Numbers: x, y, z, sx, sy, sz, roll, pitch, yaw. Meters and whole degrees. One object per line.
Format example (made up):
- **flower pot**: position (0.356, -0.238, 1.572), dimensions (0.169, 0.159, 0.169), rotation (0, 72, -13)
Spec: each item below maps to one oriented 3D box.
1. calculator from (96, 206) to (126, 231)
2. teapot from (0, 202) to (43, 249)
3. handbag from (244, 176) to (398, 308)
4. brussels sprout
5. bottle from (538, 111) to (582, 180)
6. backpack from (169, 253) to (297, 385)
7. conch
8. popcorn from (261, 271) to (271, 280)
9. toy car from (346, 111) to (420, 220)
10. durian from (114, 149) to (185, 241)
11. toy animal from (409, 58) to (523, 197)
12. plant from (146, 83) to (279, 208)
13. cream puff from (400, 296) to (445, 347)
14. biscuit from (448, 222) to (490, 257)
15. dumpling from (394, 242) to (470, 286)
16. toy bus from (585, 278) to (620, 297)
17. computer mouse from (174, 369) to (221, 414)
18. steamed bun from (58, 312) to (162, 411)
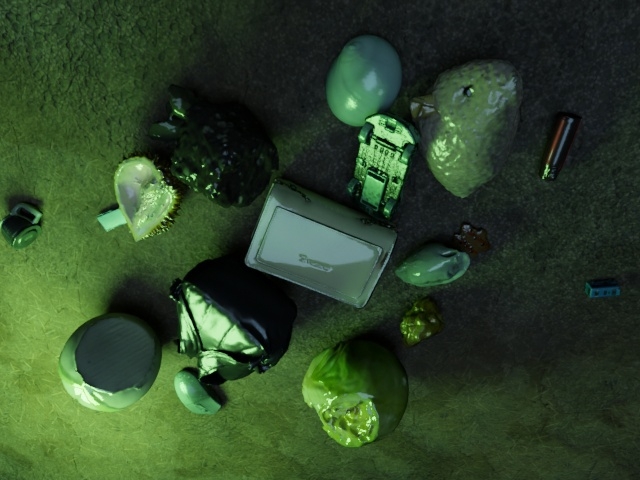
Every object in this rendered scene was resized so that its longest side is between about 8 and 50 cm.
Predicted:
- **calculator**: position (-0.564, -0.077, 1.382), dimensions (0.171, 0.018, 0.057), rotation (-21, 114, 15)
- **teapot**: position (-0.875, -0.045, 1.401), dimensions (0.090, 0.124, 0.092), rotation (39, 157, 1)
- **handbag**: position (0.000, 0.000, 1.303), dimensions (0.358, 0.160, 0.237), rotation (22, 112, -8)
- **brussels sprout**: position (0.103, 0.449, 1.458), dimensions (0.343, 0.344, 0.268), rotation (-18, 129, 14)
- **bottle**: position (0.588, -0.228, 1.184), dimensions (0.060, 0.060, 0.164), rotation (8, 119, 0)
- **backpack**: position (-0.279, 0.262, 1.394), dimensions (0.363, 0.255, 0.446), rotation (37, 140, 6)
- **conch**: position (0.093, -0.368, 1.130), dimensions (0.184, 0.121, 0.221), rotation (29, 126, 22)
- **popcorn**: position (-0.188, 0.123, 1.440), dimensions (0.083, 0.057, 0.082), rotation (-19, 114, 17)
- **toy car**: position (0.163, -0.188, 1.180), dimensions (0.136, 0.125, 0.306), rotation (30, 141, 18)
- **durian**: position (-0.442, -0.134, 1.274), dimensions (0.183, 0.138, 0.250), rotation (44, 130, 17)
- **toy animal**: position (0.333, -0.257, 1.117), dimensions (0.226, 0.188, 0.359), rotation (24, 136, 25)
- **plant**: position (-0.268, -0.240, 1.173), dimensions (0.312, 0.213, 0.215), rotation (41, 118, 25)
- **cream puff**: position (0.295, 0.246, 1.440), dimensions (0.146, 0.146, 0.116), rotation (-31, 73, 19)
- **biscuit**: position (0.413, 0.013, 1.353), dimensions (0.119, 0.019, 0.130), rotation (39, 115, -16)
- **dumpling**: position (0.317, 0.066, 1.353), dimensions (0.219, 0.152, 0.108), rotation (-14, 74, 32)
- **toy bus**: position (0.810, 0.139, 1.374), dimensions (0.083, 0.046, 0.038), rotation (-5, 118, 8)
- **computer mouse**: position (-0.435, 0.551, 1.685), dimensions (0.113, 0.068, 0.229), rotation (-22, 114, 17)
- **steamed bun**: position (-0.655, 0.384, 1.503), dimensions (0.309, 0.309, 0.310), rotation (2, 119, 4)
